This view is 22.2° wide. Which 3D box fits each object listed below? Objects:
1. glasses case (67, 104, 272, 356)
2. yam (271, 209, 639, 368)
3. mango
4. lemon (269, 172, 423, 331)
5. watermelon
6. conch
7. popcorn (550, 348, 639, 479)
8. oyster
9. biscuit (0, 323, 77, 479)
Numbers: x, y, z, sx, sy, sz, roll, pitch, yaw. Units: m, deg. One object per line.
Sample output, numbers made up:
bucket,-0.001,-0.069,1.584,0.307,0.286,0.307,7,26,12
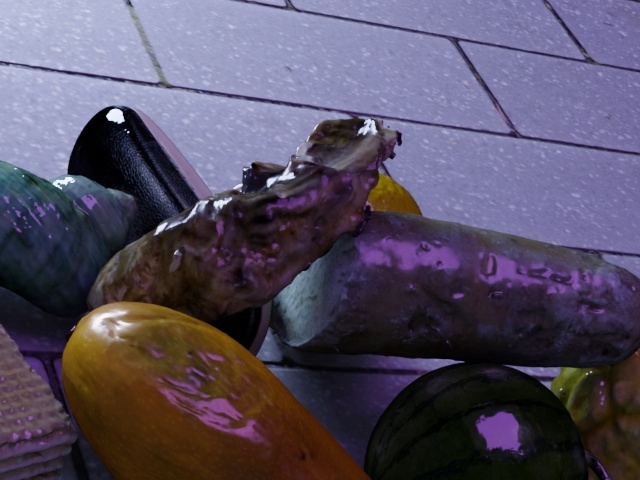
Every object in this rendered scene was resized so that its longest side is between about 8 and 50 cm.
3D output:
glasses case,-0.145,-0.001,1.506,0.075,0.122,0.314,2,39,-44
yam,0.130,0.050,1.417,0.330,0.133,0.133,8,36,-11
mango,-0.060,0.182,1.271,0.359,0.187,0.144,41,77,3
lemon,0.009,0.014,1.548,0.203,0.178,0.178,1,39,-18
watermelon,0.142,0.192,1.374,0.214,0.188,0.188,-12,46,-19
conch,-0.260,-0.008,1.437,0.188,0.122,0.176,14,10,-26
popcorn,0.335,0.175,1.542,0.236,0.206,0.251,18,21,18
oyster,-0.064,-0.023,1.372,0.166,0.294,0.094,19,-32,56
biscuit,-0.363,0.041,1.329,0.144,0.078,0.426,-11,49,-46
